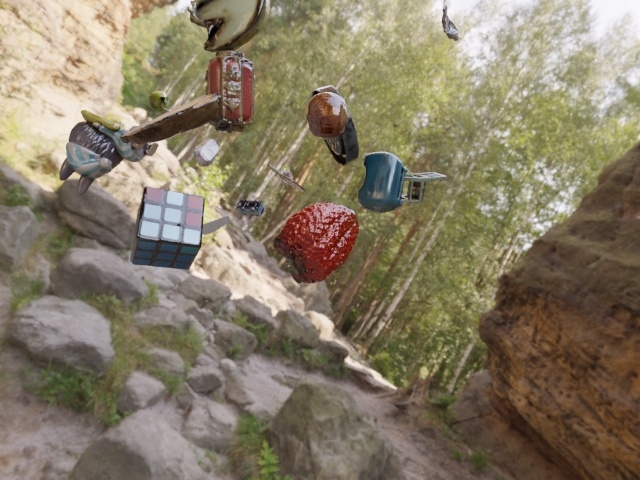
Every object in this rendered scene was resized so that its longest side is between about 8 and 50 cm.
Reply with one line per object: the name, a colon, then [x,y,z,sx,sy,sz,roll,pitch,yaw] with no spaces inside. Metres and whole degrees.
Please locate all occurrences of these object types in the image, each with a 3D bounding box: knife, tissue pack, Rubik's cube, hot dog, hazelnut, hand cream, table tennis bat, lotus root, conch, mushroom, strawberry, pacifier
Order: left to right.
conch: [-0.670,-0.576,1.826,0.201,0.079,0.095,44,-24,49]
Rubik's cube: [-0.410,-0.027,1.169,0.162,0.164,0.160,11,-31,-25]
lotus root: [-0.453,-0.364,1.357,0.167,0.329,0.078,28,-35,58]
knife: [-0.490,-0.049,1.816,0.032,0.243,0.058,-107,-177,-70]
hot dog: [-0.547,-0.422,2.092,0.058,0.191,0.108,-18,-61,25]
mushroom: [-0.306,-0.763,1.551,0.291,0.218,0.212,-10,-4,4]
pacifier: [-0.155,-0.275,1.851,0.064,0.068,0.083,8,-46,41]
table tennis bat: [-0.114,-0.206,1.450,0.156,0.013,0.087,35,-4,-33]
strawberry: [0.000,0.000,1.447,0.239,0.288,0.250,60,-4,-2]
hazelnut: [0.020,-0.417,1.468,0.143,0.143,0.154,27,-47,27]
tissue pack: [0.312,-0.286,2.162,0.205,0.288,0.198,6,-12,23]
hand cream: [0.527,-0.906,1.789,0.050,0.084,0.256,7,-7,30]

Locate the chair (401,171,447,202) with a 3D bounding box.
chair: [0.523,-0.284,2.341,0.270,0.147,0.136,-3,19,-19]

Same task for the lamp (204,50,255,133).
lamp: [-0.317,-0.515,1.525,0.176,0.275,0.177,3,6,0]

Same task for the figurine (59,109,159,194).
figurine: [-1.014,-0.372,2.050,0.361,0.378,0.266,24,2,12]

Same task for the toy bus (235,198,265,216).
toy bus: [-0.323,-0.149,2.027,0.122,0.060,0.075,6,-32,27]

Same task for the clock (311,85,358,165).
clock: [0.069,-0.542,2.065,0.386,0.076,0.387,156,-90,-83]
